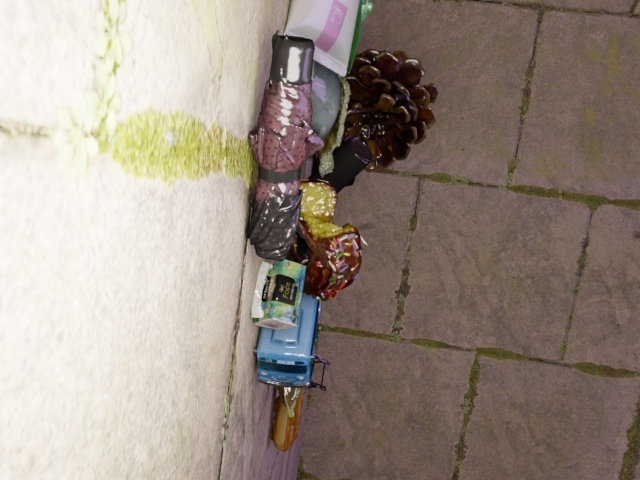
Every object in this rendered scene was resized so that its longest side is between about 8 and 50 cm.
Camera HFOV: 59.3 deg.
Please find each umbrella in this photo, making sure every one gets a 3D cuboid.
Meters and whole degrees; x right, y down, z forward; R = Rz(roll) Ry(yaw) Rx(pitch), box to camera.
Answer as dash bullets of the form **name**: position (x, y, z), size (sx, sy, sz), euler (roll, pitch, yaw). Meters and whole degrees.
- **umbrella**: position (-0.056, -0.120, 0.780), size (0.090, 0.094, 0.326), euler (-15, 125, -37)

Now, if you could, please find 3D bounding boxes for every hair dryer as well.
- **hair dryer**: position (0.025, -0.246, 1.525), size (0.197, 0.089, 0.251), euler (-41, -131, 34)

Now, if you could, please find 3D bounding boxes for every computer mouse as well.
- **computer mouse**: position (-0.002, -0.294, 1.242), size (0.379, 0.090, 0.167), euler (89, 11, -86)

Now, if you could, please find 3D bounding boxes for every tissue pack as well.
- **tissue pack**: position (-0.081, 0.095, 0.997), size (0.085, 0.079, 0.111), euler (-25, -129, 56)

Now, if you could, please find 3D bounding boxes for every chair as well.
- **chair**: position (-0.074, 0.400, 1.785), size (0.229, 0.113, 0.106), euler (39, 50, -41)

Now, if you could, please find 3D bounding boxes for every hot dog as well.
- **hot dog**: position (-0.096, 0.480, 1.557), size (0.102, 0.076, 0.249), euler (-41, 142, -66)

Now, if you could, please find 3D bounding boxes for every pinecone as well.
- **pinecone**: position (0.168, -0.366, 1.674), size (0.384, 0.385, 0.384), euler (8, 90, -86)

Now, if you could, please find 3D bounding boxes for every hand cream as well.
- **hand cream**: position (0.023, -0.488, 0.976), size (0.185, 0.118, 0.358), euler (7, 91, -57)

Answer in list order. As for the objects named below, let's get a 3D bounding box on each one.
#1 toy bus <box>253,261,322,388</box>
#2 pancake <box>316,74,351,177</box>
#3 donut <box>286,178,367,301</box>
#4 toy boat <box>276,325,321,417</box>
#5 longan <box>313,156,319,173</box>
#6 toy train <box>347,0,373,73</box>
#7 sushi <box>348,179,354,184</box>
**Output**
- **toy bus**: position (-0.060, 0.167, 1.142), size (0.133, 0.116, 0.234), euler (93, 4, -51)
- **pancake**: position (0.021, -0.344, 1.393), size (0.197, 0.054, 0.376), euler (176, -86, -68)
- **donut**: position (-0.001, -0.001, 1.039), size (0.230, 0.096, 0.216), euler (50, -31, 39)
- **toy boat**: position (-0.067, 0.304, 1.448), size (0.293, 0.109, 0.099), euler (-77, 146, -52)
- **longan**: position (0.019, -0.217, 1.743), size (0.119, 0.106, 0.106), euler (-31, -145, 40)
- **toy train**: position (0.036, -0.473, 1.167), size (0.243, 0.133, 0.188), euler (56, 50, -84)
- **sushi**: position (0.059, -0.260, 2.044), size (0.225, 0.126, 0.136), euler (-93, -171, -78)
